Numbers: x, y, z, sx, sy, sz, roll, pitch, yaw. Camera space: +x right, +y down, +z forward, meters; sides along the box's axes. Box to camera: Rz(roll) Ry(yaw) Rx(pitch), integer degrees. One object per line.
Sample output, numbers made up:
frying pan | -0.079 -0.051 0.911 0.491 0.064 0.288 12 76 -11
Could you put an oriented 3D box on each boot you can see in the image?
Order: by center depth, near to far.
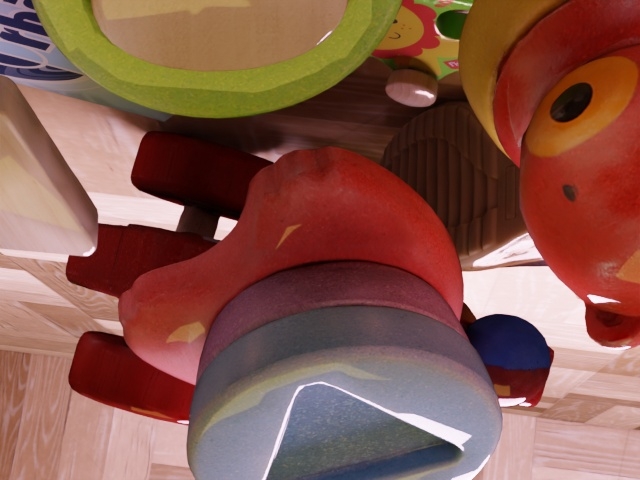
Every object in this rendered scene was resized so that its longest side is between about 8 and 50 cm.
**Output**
boot | 0.169 -0.017 0.678 0.207 0.090 0.248 8 177 -32

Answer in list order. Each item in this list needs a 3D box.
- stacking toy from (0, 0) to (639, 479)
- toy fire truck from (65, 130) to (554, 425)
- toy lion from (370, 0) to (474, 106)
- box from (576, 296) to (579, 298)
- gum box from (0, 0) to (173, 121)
stacking toy | 0.000 0.000 0.464 0.280 0.130 0.309 20 131 -27
toy fire truck | 0.002 0.049 0.752 0.302 0.169 0.254 19 176 -24
toy lion | 0.040 -0.094 0.543 0.100 0.034 0.096 -3 156 41
box | 0.262 0.020 0.943 0.165 0.021 0.201 3 166 18
gum box | -0.127 -0.107 0.550 0.184 0.041 0.157 14 167 -23
